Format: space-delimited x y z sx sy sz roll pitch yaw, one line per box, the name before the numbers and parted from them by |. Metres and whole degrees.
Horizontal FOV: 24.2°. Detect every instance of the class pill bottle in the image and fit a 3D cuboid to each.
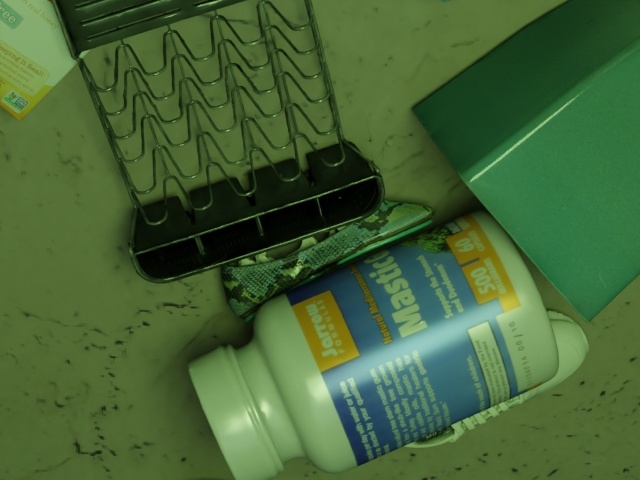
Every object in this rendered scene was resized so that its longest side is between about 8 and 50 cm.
pill bottle | 0.039 0.094 1.196 0.272 0.152 0.152 -23 118 -4

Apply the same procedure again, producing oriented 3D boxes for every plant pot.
plant pot | 0.227 -0.094 1.158 0.234 0.165 0.165 -39 114 8

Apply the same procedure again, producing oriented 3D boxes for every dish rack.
dish rack | -0.079 -0.110 1.137 0.208 0.074 0.271 -19 130 -4

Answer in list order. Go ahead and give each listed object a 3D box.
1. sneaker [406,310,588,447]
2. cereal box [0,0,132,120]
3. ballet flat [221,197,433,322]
sneaker | 0.124 0.132 1.298 0.235 0.095 0.090 -18 116 2
cereal box | -0.208 -0.227 1.102 0.173 0.047 0.240 39 107 -24
ballet flat | 0.000 0.000 1.238 0.188 0.070 0.070 -28 117 4
